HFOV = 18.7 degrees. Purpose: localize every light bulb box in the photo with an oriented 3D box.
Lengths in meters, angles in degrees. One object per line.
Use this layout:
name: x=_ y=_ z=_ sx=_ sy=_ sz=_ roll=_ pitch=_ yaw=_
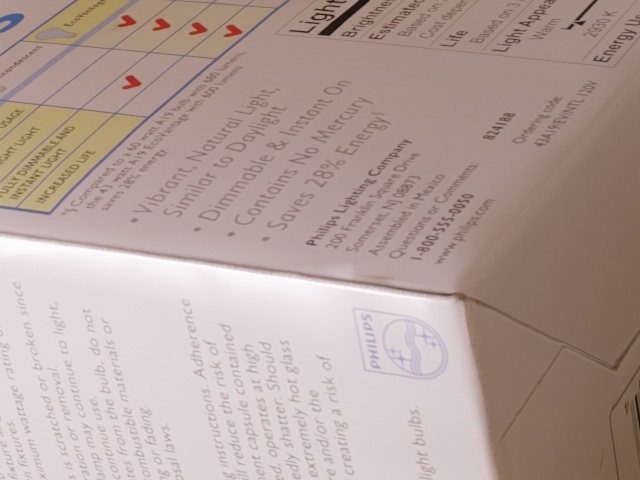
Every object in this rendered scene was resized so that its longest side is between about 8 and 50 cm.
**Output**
light bulb box: x=0.000 y=0.000 z=0.918 sx=0.361 sy=0.358 sz=0.225 roll=8 pitch=125 yaw=31
